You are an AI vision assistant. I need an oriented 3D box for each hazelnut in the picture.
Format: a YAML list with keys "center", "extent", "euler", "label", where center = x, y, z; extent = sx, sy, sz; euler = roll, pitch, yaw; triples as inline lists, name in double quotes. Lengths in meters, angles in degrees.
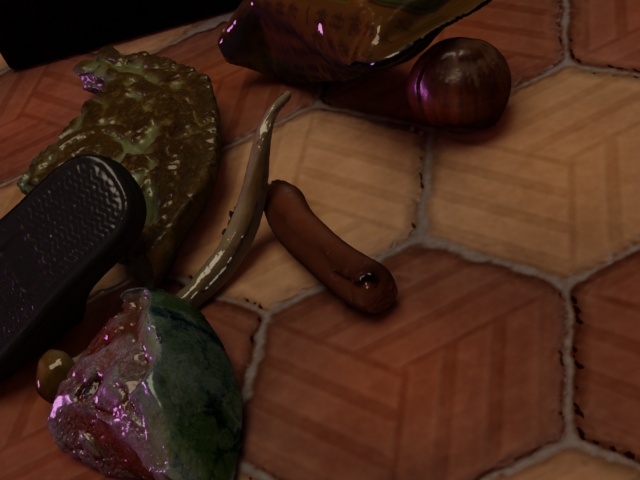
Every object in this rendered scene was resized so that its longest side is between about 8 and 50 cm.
- center: [0.117, -0.128, 0.868]
  extent: [0.086, 0.086, 0.086]
  euler: [-12, 42, 11]
  label: "hazelnut"

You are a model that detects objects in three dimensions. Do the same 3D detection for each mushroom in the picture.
- center: [-0.103, 0.012, 0.820]
  extent: [0.043, 0.068, 0.306]
  euler: [29, 71, 40]
  label: "mushroom"

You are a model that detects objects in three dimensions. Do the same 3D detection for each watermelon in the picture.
- center: [-0.133, 0.113, 0.727]
  extent: [0.139, 0.071, 0.187]
  euler: [-27, 48, 10]
  label: "watermelon"

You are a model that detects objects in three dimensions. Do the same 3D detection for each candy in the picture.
- center: [0.028, -0.194, 0.928]
  extent: [0.143, 0.101, 0.271]
  euler: [-38, 29, -22]
  label: "candy"

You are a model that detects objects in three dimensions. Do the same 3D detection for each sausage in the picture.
- center: [0.000, 0.001, 0.812]
  extent: [0.047, 0.040, 0.177]
  euler: [-34, 41, -12]
  label: "sausage"

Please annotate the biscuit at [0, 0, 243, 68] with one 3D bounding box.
- center: [-0.187, -0.291, 1.147]
  extent: [0.388, 0.107, 0.073]
  euler: [-14, 43, 9]
  label: "biscuit"

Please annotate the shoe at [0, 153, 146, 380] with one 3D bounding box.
- center: [-0.223, 0.033, 0.837]
  extent: [0.241, 0.093, 0.108]
  euler: [-40, 71, 13]
  label: "shoe"

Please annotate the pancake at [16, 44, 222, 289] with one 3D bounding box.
- center: [-0.181, -0.074, 0.965]
  extent: [0.197, 0.054, 0.376]
  euler: [-17, 40, 3]
  label: "pancake"
